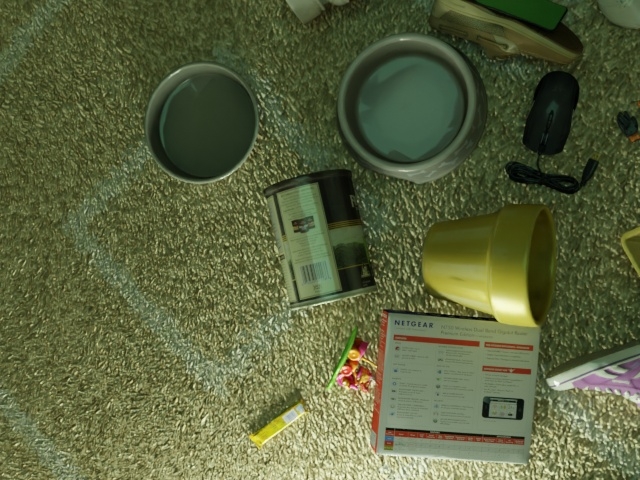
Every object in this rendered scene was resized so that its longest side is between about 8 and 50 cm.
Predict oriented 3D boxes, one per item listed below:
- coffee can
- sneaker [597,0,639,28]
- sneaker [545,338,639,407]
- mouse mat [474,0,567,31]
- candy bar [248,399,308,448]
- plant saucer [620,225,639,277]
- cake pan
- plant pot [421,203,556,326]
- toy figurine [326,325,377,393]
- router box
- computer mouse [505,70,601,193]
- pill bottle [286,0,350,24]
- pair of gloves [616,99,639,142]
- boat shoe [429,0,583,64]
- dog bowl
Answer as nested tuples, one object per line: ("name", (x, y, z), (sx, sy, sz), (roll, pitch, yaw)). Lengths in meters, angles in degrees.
("coffee can", (0.000, 0.000, 1.787), (0.201, 0.201, 0.276), (-13, 86, 12))
("sneaker", (0.620, -0.537, 1.711), (0.080, 0.094, 0.212), (-44, 80, 7))
("sneaker", (0.628, 0.306, 1.689), (0.282, 0.102, 0.161), (-18, 88, 12))
("mouse mat", (0.433, -0.510, 1.738), (0.189, 0.153, 0.007), (25, 132, 13))
("candy bar", (-0.097, 0.431, 1.893), (0.161, 0.018, 0.040), (-38, 85, 9))
("plant saucer", (0.837, 0.056, 1.619), (0.332, 0.081, 0.333), (-30, 87, 26))
("cake pan", (-0.280, -0.281, 1.932), (0.293, 0.054, 0.293), (0, 89, 13))
("plant pot", (0.352, 0.045, 1.695), (0.238, 0.254, 0.254), (4, 90, 29))
("toy figurine", (0.116, 0.300, 1.811), (0.159, 0.130, 0.173), (25, 116, 3))
("router box", (0.289, 0.312, 1.725), (0.335, 0.082, 0.301), (6, 90, -5))
("computer mouse", (0.527, -0.231, 1.743), (0.184, 0.060, 0.262), (22, 94, 13))
("pill bottle", (0.064, -0.655, 1.784), (0.361, 0.204, 0.204), (-32, 82, 10))
("pair of gloves", (0.686, -0.259, 1.732), (0.083, 0.010, 0.074), (-33, 83, 13))
("boat shoe", (0.403, -0.456, 1.760), (0.341, 0.121, 0.110), (29, 131, 15))
("dog bowl", (0.196, -0.302, 1.800), (0.348, 0.102, 0.349), (0, 90, 13))
